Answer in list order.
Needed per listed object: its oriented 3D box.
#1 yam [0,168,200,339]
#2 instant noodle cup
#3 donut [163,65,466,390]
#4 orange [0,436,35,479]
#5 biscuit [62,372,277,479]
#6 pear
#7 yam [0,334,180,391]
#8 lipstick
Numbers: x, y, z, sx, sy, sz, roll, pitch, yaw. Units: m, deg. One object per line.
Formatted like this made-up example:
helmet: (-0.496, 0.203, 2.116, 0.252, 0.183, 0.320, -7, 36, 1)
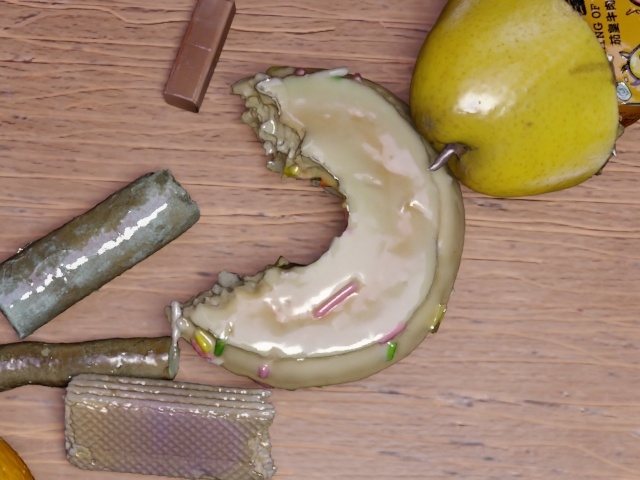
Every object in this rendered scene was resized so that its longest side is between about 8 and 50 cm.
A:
yam: (-0.266, 0.011, 1.356, 0.259, 0.093, 0.093, -34, 79, -10)
instant noodle cup: (0.342, -0.231, 1.388, 0.215, 0.172, 0.216, 0, 75, -1)
donut: (0.009, -0.006, 1.335, 0.307, 0.150, 0.371, 14, 76, 2)
orange: (-0.441, 0.321, 1.168, 0.340, 0.293, 0.341, 0, 74, 1)
biscuit: (-0.164, 0.211, 1.302, 0.239, 0.062, 0.108, 5, 120, 1)
pear: (0.180, -0.151, 1.269, 0.178, 0.267, 0.267, -27, 76, -37)
yam: (-0.288, 0.142, 1.336, 0.253, 0.061, 0.061, -3, 76, -2)
lipstick: (-0.148, -0.234, 1.444, 0.045, 0.045, 0.145, 18, 77, 2)
